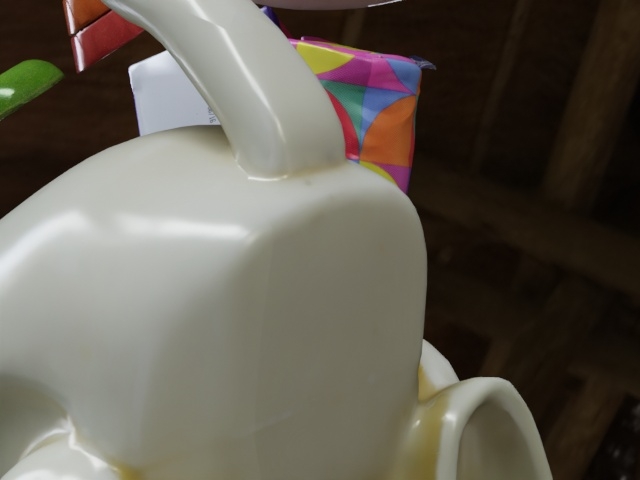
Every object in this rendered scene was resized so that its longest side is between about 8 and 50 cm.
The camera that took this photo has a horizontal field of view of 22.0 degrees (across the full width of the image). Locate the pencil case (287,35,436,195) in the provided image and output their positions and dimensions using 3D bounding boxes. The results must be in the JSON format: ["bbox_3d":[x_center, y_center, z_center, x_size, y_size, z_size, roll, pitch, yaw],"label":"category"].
[{"bbox_3d":[0.000,0.000,0.923,0.104,0.104,0.236,8,-90,26],"label":"pencil case"}]

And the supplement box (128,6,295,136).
[{"bbox_3d":[-0.029,-0.044,1.138,0.114,0.111,0.220,-21,-33,15],"label":"supplement box"}]

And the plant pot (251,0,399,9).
[{"bbox_3d":[0.009,-0.286,0.976,0.275,0.275,0.243,-19,-111,37],"label":"plant pot"}]

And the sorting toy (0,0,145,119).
[{"bbox_3d":[-0.262,-0.151,1.257,0.126,0.365,0.127,57,-31,-9],"label":"sorting toy"}]

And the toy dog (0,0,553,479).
[{"bbox_3d":[-0.149,0.089,0.752,0.408,0.284,0.395,1,-66,39],"label":"toy dog"}]
